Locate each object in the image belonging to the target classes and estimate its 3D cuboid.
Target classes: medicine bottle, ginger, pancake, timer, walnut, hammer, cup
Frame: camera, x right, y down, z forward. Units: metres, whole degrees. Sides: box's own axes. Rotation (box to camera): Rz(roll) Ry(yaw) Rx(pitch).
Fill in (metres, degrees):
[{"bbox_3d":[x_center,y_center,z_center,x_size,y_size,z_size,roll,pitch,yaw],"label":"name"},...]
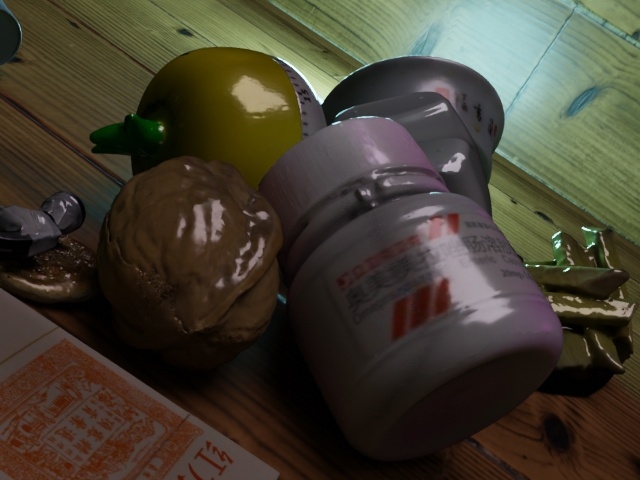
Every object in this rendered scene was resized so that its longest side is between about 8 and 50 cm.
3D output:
[{"bbox_3d":[0.084,0.047,1.020,0.256,0.256,0.324,10,43,-46],"label":"medicine bottle"},{"bbox_3d":[0.395,0.075,1.583,0.358,0.211,0.413,37,20,19],"label":"ginger"},{"bbox_3d":[-0.293,0.014,0.955,0.158,0.028,0.158,25,19,-9],"label":"pancake"},{"bbox_3d":[-0.155,-0.118,1.158,0.285,0.285,0.285,28,20,-11],"label":"timer"},{"bbox_3d":[-0.131,0.022,0.948,0.198,0.198,0.245,25,27,-20],"label":"walnut"},{"bbox_3d":[-0.449,-0.098,0.939,0.427,0.044,0.152,29,25,9],"label":"hammer"},{"bbox_3d":[0.162,-0.142,1.641,0.347,0.347,0.163,22,45,-26],"label":"cup"}]

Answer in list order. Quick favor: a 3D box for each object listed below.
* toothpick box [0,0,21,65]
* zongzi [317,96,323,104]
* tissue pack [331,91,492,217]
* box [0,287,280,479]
[{"bbox_3d":[-0.508,-0.330,1.357,0.101,0.101,0.153,12,27,-44],"label":"toothpick box"},{"bbox_3d":[-0.005,-0.171,1.765,0.248,0.111,0.241,36,37,-7],"label":"zongzi"},{"bbox_3d":[0.132,-0.059,1.378,0.230,0.235,0.333,-13,27,6],"label":"tissue pack"},{"bbox_3d":[-0.218,0.144,0.717,0.365,0.051,0.204,33,19,4],"label":"box"}]
